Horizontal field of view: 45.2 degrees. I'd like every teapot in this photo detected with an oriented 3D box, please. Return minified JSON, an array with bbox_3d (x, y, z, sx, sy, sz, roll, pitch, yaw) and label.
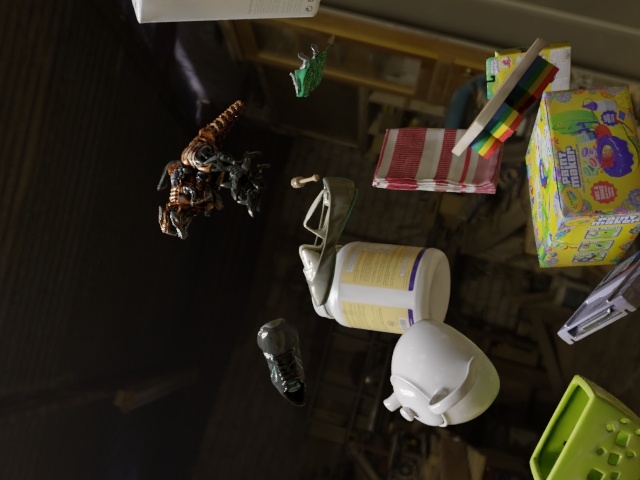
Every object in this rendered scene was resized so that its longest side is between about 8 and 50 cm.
[{"bbox_3d":[0.240,0.303,1.622,0.187,0.252,0.256,-45,-42,-19],"label":"teapot"}]

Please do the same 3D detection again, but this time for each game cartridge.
[{"bbox_3d":[0.727,0.122,1.877,0.230,0.068,0.355,-48,-9,-20],"label":"game cartridge"}]

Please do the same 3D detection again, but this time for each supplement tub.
[{"bbox_3d":[0.167,0.128,2.101,0.241,0.331,0.241,5,-90,-65],"label":"supplement tub"}]

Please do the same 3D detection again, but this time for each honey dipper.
[{"bbox_3d":[-0.038,-0.162,2.084,0.161,0.030,0.030,1,75,68],"label":"honey dipper"}]

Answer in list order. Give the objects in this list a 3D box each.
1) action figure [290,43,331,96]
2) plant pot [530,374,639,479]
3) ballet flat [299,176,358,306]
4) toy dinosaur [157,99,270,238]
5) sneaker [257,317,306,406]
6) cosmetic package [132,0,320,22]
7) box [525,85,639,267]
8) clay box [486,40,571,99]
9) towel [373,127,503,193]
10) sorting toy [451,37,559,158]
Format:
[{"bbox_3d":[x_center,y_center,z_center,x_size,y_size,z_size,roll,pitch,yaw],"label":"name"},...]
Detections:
[{"bbox_3d":[-0.039,-0.485,2.256,0.137,0.063,0.232,-36,-12,-17],"label":"action figure"},{"bbox_3d":[0.568,0.427,1.532,0.228,0.207,0.227,-63,-8,5],"label":"plant pot"},{"bbox_3d":[0.000,0.000,1.229,0.072,0.068,0.213,-133,57,-72],"label":"ballet flat"},{"bbox_3d":[-0.243,-0.155,1.692,0.164,0.218,0.321,-18,-54,-69],"label":"toy dinosaur"},{"bbox_3d":[-0.076,0.291,1.833,0.106,0.101,0.267,-123,14,-44],"label":"sneaker"},{"bbox_3d":[-0.198,-0.574,1.561,0.156,0.385,0.217,115,140,-54],"label":"cosmetic package"},{"bbox_3d":[0.558,-0.127,1.640,0.279,0.177,0.289,73,-165,-67],"label":"box"},{"bbox_3d":[0.559,-0.459,2.081,0.053,0.222,0.127,-88,-10,-56],"label":"clay box"},{"bbox_3d":[0.320,-0.226,2.069,0.037,0.329,0.237,75,-155,-46],"label":"towel"},{"bbox_3d":[0.449,-0.318,1.847,0.257,0.089,0.255,-53,-3,-8],"label":"sorting toy"}]
